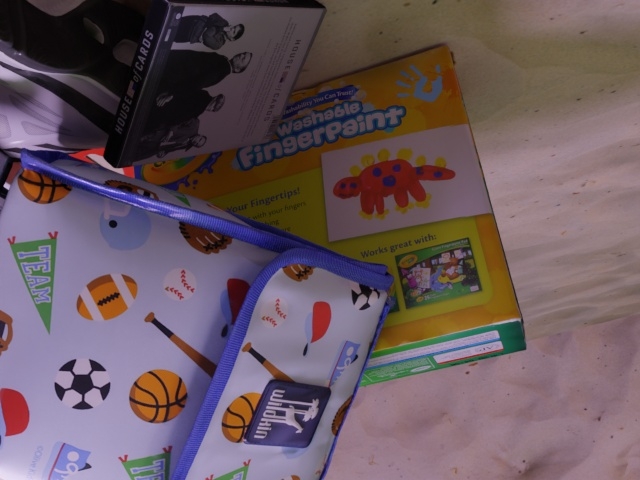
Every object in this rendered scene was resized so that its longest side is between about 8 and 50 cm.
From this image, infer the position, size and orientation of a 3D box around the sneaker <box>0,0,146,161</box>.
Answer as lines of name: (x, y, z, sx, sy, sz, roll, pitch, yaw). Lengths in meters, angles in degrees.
sneaker: (-0.344, -0.172, 0.744, 0.257, 0.169, 0.447, -20, 157, 19)

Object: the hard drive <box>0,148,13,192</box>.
hard drive: (-0.411, -0.069, 0.705, 0.254, 0.172, 0.054, 28, -168, -2)

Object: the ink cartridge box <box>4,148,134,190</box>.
ink cartridge box: (-0.375, -0.060, 1.134, 0.238, 0.060, 0.275, -16, 156, 16)

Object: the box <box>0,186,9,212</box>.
box: (-0.492, -0.034, 0.866, 0.270, 0.165, 0.143, 20, 167, 21)

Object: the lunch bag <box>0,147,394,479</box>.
lunch bag: (-0.147, 0.118, 0.794, 0.385, 0.328, 0.239, 21, -176, -12)

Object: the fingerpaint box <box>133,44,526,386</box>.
fingerpaint box: (0.000, 0.000, 1.023, 0.444, 0.371, 0.163, -15, 156, 11)

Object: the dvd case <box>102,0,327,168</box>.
dvd case: (-0.103, -0.168, 0.821, 0.238, 0.029, 0.179, -20, 144, -52)
